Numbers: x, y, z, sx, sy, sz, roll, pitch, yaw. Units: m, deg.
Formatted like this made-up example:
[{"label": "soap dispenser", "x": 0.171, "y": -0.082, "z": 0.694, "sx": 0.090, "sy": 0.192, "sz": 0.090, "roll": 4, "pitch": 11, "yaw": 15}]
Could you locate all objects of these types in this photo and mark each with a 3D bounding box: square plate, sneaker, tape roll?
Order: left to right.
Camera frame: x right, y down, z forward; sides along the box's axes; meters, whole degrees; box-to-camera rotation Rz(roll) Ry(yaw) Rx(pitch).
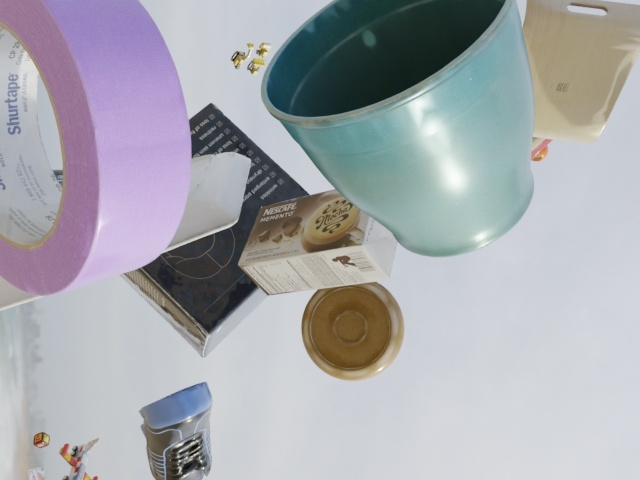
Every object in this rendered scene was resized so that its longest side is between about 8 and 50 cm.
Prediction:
[{"label": "tape roll", "x": -0.236, "y": -0.094, "z": 0.571, "sx": 0.275, "sy": 0.090, "sz": 0.274, "roll": 14, "pitch": -67, "yaw": 37}, {"label": "square plate", "x": -0.271, "y": -0.034, "z": 0.914, "sx": 0.344, "sy": 0.347, "sz": 0.049, "roll": -99, "pitch": 169, "yaw": -70}, {"label": "sneaker", "x": -0.151, "y": 0.222, "z": 0.725, "sx": 0.090, "sy": 0.081, "sz": 0.232, "roll": 64, "pitch": -23, "yaw": 15}]

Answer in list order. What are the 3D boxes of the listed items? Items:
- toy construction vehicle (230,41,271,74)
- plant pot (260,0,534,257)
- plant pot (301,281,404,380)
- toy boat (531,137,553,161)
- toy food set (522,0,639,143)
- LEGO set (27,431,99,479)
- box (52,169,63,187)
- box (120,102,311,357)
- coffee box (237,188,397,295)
[{"label": "toy construction vehicle", "x": -0.162, "y": -0.431, "z": 1.562, "sx": 0.098, "sy": 0.086, "sz": 0.035, "roll": -38, "pitch": -115, "yaw": 43}, {"label": "plant pot", "x": 0.113, "y": -0.127, "z": 0.731, "sx": 0.255, "sy": 0.272, "sz": 0.271, "roll": 55, "pitch": -4, "yaw": -38}, {"label": "plant pot", "x": 0.067, "y": 0.194, "z": 1.461, "sx": 0.032, "sy": 0.237, "sz": 0.236, "roll": 30, "pitch": 50, "yaw": -74}, {"label": "toy boat", "x": 0.501, "y": -0.244, "z": 1.576, "sx": 0.231, "sy": 0.151, "sz": 0.151, "roll": -41, "pitch": -139, "yaw": 3}, {"label": "toy food set", "x": 0.478, "y": -0.329, "z": 1.306, "sx": 0.306, "sy": 0.220, "sz": 0.092, "roll": 94, "pitch": 5, "yaw": -48}, {"label": "LEGO set", "x": -0.474, "y": 0.480, "z": 1.255, "sx": 0.182, "sy": 0.060, "sz": 0.244, "roll": 42, "pitch": 26, "yaw": -75}, {"label": "box", "x": -0.515, "y": -0.045, "z": 1.189, "sx": 0.257, "sy": 0.322, "sz": 0.079, "roll": 44, "pitch": -48, "yaw": 49}, {"label": "box", "x": -0.309, "y": -0.027, "z": 1.807, "sx": 0.472, "sy": 0.480, "sz": 0.297, "roll": 43, "pitch": -24, "yaw": 7}, {"label": "coffee box", "x": 0.000, "y": 0.000, "z": 1.327, "sx": 0.297, "sy": 0.119, "sz": 0.168, "roll": -10, "pitch": -134, "yaw": 33}]
